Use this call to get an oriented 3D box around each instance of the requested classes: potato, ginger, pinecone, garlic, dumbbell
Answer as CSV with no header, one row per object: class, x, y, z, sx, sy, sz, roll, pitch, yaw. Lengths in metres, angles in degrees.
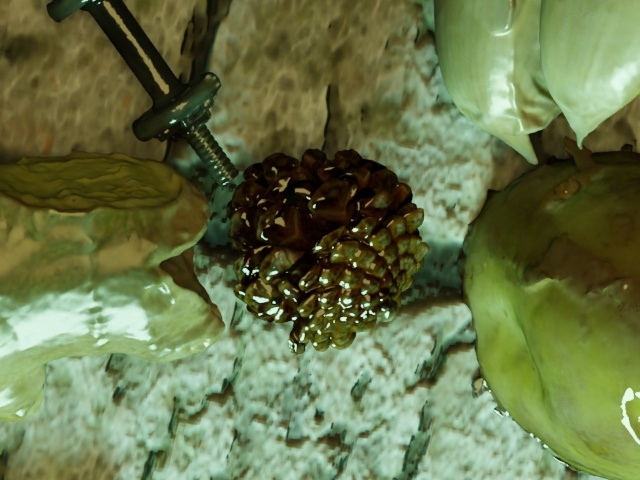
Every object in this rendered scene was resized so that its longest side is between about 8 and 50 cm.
potato,0.277,0.070,1.517,0.288,0.237,0.301,-3,96,-11
ginger,-0.208,0.041,1.481,0.275,0.130,0.221,10,104,-13
pinecone,0.000,0.000,1.502,0.173,0.173,0.174,-1,96,-11
garlic,0.232,-0.216,1.482,0.313,0.286,0.249,-38,143,-7
dumbbell,-0.142,-0.149,1.494,0.081,0.081,0.254,-37,101,-6
